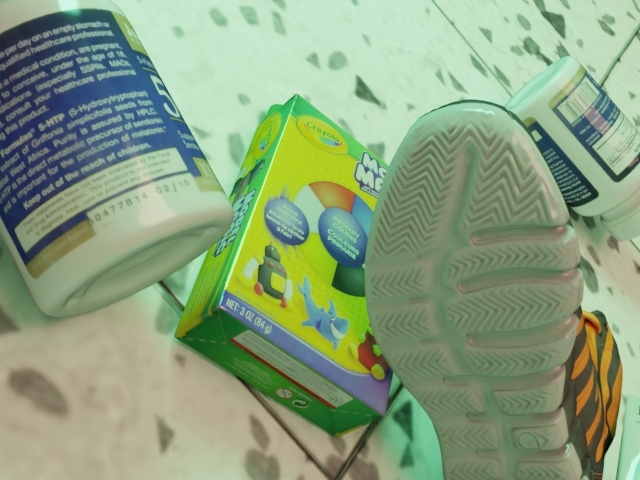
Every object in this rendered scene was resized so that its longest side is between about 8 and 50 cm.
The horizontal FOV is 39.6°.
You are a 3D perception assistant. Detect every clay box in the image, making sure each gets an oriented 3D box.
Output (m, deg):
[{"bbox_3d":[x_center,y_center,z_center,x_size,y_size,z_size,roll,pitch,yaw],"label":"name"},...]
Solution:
[{"bbox_3d":[0.000,0.000,0.586,0.127,0.053,0.222,36,46,-21],"label":"clay box"}]

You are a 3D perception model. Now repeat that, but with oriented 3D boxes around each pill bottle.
[{"bbox_3d":[0.255,-0.083,0.844,0.169,0.094,0.094,47,42,-7],"label":"pill bottle"},{"bbox_3d":[-0.135,-0.065,0.464,0.112,0.112,0.187,-21,79,-47],"label":"pill bottle"}]

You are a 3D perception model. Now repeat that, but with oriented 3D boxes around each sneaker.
[{"bbox_3d":[0.124,0.050,0.584,0.180,0.124,0.321,-49,131,-57],"label":"sneaker"}]

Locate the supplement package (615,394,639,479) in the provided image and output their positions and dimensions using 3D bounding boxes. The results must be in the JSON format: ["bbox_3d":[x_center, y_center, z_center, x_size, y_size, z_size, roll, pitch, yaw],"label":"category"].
[{"bbox_3d":[0.245,0.237,0.552,0.244,0.139,0.134,-63,151,-46],"label":"supplement package"}]
